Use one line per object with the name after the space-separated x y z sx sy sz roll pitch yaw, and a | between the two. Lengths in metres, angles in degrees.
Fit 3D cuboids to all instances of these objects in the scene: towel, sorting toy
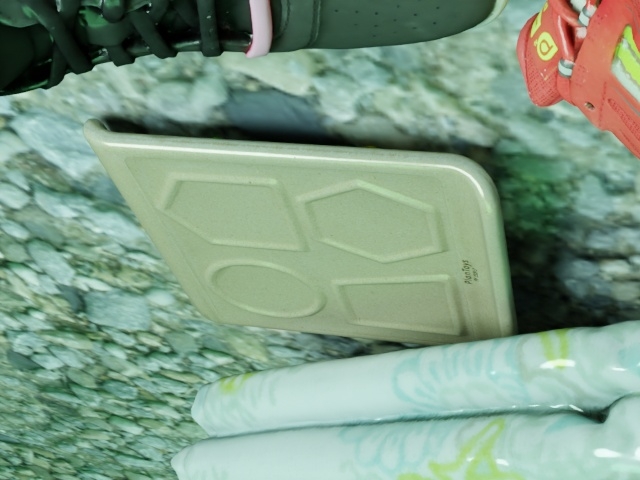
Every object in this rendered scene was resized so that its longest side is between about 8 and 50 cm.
0.145 0.140 0.693 0.375 0.090 0.321 -13 154 41 | towel
0.000 0.000 0.616 0.208 0.038 0.193 9 152 18 | sorting toy

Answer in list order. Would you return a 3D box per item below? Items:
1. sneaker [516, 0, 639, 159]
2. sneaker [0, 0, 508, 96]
0.105 -0.073 0.359 0.118 0.107 0.279 2 149 41 | sneaker
-0.087 -0.071 0.395 0.296 0.146 0.104 10 151 4 | sneaker
